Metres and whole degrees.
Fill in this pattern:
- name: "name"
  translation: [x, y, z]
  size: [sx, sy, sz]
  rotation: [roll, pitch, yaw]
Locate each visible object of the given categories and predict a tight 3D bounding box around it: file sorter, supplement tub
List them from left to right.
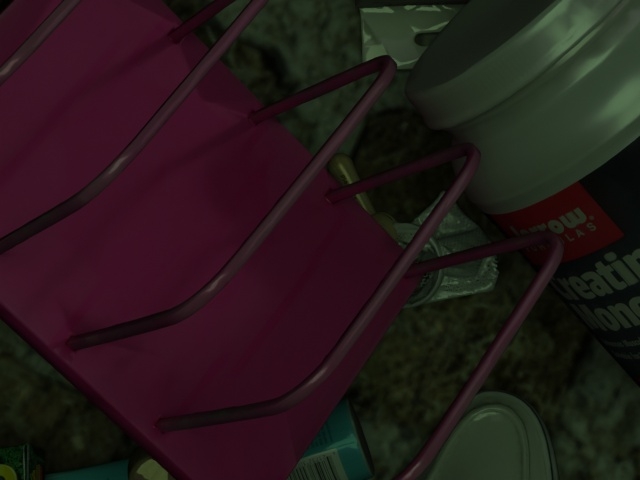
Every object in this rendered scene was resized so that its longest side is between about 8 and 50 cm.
- name: "file sorter"
  translation: [-0.048, -0.021, 0.823]
  size: [0.290, 0.182, 0.202]
  rotation: [45, 60, -16]
- name: "supplement tub"
  translation: [0.198, -0.041, 0.913]
  size: [0.191, 0.191, 0.272]
  rotation: [-44, 103, -2]

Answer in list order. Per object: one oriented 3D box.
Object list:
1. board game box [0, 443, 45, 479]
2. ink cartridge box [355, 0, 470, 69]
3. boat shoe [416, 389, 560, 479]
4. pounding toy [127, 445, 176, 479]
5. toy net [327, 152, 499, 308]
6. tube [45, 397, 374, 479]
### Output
- name: "board game box"
  translation: [-0.228, 0.258, 0.946]
  size: [0.136, 0.030, 0.259]
  rotation: [-9, 72, 17]
- name: "ink cartridge box"
  translation: [0.078, -0.210, 0.998]
  size: [0.115, 0.067, 0.198]
  rotation: [-3, 89, -2]
- name: "boat shoe"
  translation: [0.077, 0.202, 0.936]
  size: [0.096, 0.088, 0.267]
  rotation: [16, 64, 17]
- name: "pounding toy"
  translation: [-0.081, 0.209, 0.953]
  size: [0.181, 0.094, 0.206]
  rotation: [-7, 103, -3]
- name: "toy net"
  translation: [0.000, 0.000, 1.002]
  size: [0.232, 0.045, 0.122]
  rotation: [20, 88, -1]
- name: "tube"
  translation: [-0.071, 0.156, 0.997]
  size: [0.207, 0.052, 0.080]
  rotation: [-18, 89, 3]
